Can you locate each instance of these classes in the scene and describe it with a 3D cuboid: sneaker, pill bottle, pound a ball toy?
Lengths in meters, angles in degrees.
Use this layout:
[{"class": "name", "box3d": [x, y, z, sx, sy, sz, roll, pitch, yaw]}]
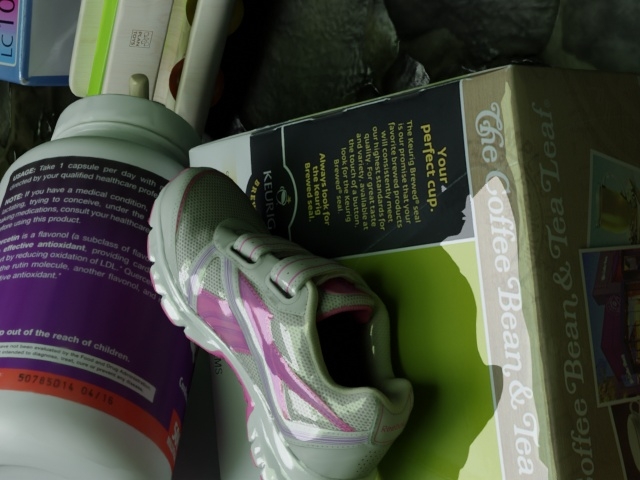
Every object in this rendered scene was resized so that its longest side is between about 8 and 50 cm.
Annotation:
[{"class": "sneaker", "box3d": [-0.017, 0.044, 0.914, 0.111, 0.103, 0.252, -47, 66, 33]}, {"class": "pill bottle", "box3d": [-0.177, 0.049, 1.085, 0.181, 0.181, 0.322, -30, 39, 43]}, {"class": "pound a ball toy", "box3d": [-0.127, -0.166, 1.276, 0.208, 0.136, 0.319, -117, 35, -46]}]

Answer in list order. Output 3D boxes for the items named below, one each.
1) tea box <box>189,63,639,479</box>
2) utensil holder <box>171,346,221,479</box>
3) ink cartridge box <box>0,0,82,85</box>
[{"class": "tea box", "box3d": [0.098, 0.068, 1.017, 0.324, 0.220, 0.328, -8, 86, 47]}, {"class": "utensil holder", "box3d": [-0.168, 0.268, 1.235, 0.385, 0.328, 0.327, 53, 127, 29]}, {"class": "ink cartridge box", "box3d": [-0.356, -0.314, 1.529, 0.395, 0.151, 0.269, 15, 103, 47]}]
